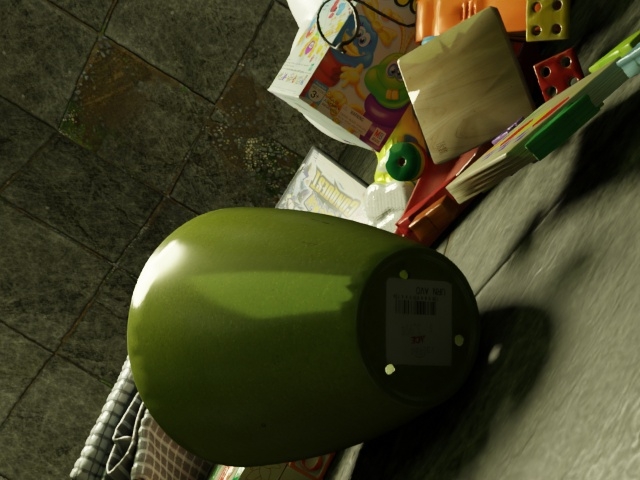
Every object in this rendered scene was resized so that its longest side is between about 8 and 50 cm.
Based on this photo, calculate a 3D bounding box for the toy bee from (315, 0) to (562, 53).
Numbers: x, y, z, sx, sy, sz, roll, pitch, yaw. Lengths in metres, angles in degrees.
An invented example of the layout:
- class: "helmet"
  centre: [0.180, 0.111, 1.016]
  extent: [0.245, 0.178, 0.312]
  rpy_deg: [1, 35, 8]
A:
- class: "toy bee"
  centre: [0.174, -0.278, 1.284]
  extent: [0.162, 0.298, 0.195]
  rpy_deg: [-3, -62, -57]

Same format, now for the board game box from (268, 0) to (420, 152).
- class: "board game box"
  centre: [0.075, -0.277, 1.420]
  extent: [0.275, 0.142, 0.144]
  rpy_deg: [-58, 23, 1]

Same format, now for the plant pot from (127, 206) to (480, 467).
- class: "plant pot"
  centre: [0.002, 0.085, 0.996]
  extent: [0.293, 0.275, 0.275]
  rpy_deg: [-11, 45, 56]

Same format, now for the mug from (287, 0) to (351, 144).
- class: "mug"
  centre: [0.098, -0.321, 1.656]
  extent: [0.374, 0.328, 0.276]
  rpy_deg: [-59, 15, -17]

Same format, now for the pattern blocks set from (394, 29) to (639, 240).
- class: "pattern blocks set"
  centre: [0.190, -0.092, 0.937]
  extent: [0.285, 0.026, 0.325]
  rpy_deg: [-40, 1, -4]

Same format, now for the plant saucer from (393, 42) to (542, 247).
- class: "plant saucer"
  centre: [0.195, -0.117, 1.372]
  extent: [0.258, 0.047, 0.259]
  rpy_deg: [-53, 7, 51]

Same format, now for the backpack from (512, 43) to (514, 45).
- class: "backpack"
  centre: [0.266, -0.323, 1.468]
  extent: [0.182, 0.152, 0.115]
  rpy_deg: [-44, 15, 18]

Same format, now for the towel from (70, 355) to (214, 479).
- class: "towel"
  centre: [-0.196, 0.302, 1.521]
  extent: [0.121, 0.284, 0.235]
  rpy_deg: [1, 54, 33]

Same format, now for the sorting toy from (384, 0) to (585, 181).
- class: "sorting toy"
  centre: [0.176, -0.173, 1.169]
  extent: [0.274, 0.132, 0.046]
  rpy_deg: [-26, -11, 36]

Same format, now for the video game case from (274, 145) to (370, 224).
- class: "video game case"
  centre: [0.000, 0.000, 1.775]
  extent: [0.248, 0.035, 0.275]
  rpy_deg: [-58, 42, 9]

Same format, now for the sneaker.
- class: "sneaker"
  centre: [0.134, -0.104, 1.552]
  extent: [0.126, 0.091, 0.240]
  rpy_deg: [-17, -66, -46]

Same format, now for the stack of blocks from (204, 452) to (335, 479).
- class: "stack of blocks"
  centre: [-0.074, 0.294, 1.330]
  extent: [0.171, 0.087, 0.297]
  rpy_deg: [-61, 6, -21]
